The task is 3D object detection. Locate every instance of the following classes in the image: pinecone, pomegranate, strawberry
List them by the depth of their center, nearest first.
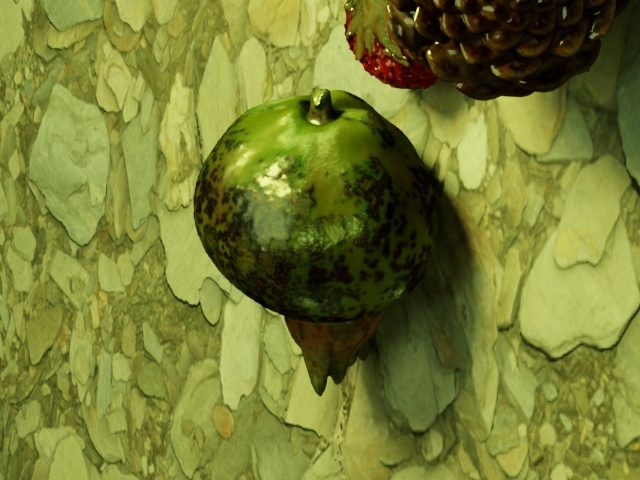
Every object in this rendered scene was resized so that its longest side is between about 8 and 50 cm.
[{"bbox_3d":[0.140,-0.208,1.478,0.208,0.208,0.207,0,90,58],"label":"pinecone"},{"bbox_3d":[0.075,-0.202,1.668,0.145,0.086,0.145,5,96,57],"label":"strawberry"},{"bbox_3d":[0.017,-0.004,1.700,0.204,0.276,0.222,-33,31,11],"label":"pomegranate"}]
